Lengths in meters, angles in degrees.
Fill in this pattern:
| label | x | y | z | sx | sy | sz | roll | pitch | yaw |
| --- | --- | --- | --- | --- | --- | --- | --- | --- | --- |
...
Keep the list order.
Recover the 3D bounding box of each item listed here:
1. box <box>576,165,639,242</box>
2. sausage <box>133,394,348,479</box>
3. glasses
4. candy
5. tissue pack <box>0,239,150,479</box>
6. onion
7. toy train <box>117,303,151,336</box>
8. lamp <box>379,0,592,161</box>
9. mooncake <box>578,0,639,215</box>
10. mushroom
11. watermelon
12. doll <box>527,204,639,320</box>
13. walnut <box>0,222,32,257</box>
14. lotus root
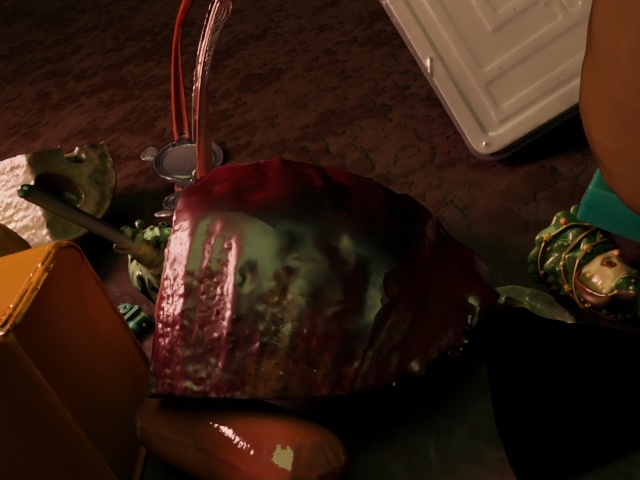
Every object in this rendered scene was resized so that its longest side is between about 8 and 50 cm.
| label | x | y | z | sx | sy | sz | roll | pitch | yaw |
| --- | --- | --- | --- | --- | --- | --- | --- | --- | --- |
| box | 0.321 | -0.064 | 0.616 | 0.161 | 0.042 | 0.226 | 25 | 47 | 17 |
| sausage | -0.066 | 0.151 | 0.565 | 0.194 | 0.077 | 0.077 | 6 | 43 | 37 |
| glasses | -0.172 | -0.178 | 0.924 | 0.118 | 0.268 | 0.234 | -8 | 29 | -13 |
| candy | -0.183 | -0.002 | 0.678 | 0.091 | 0.305 | 0.083 | 38 | 87 | 21 |
| tissue pack | -0.305 | 0.131 | 0.621 | 0.275 | 0.194 | 0.145 | -14 | 34 | 10 |
| onion | 0.000 | 0.000 | 0.641 | 0.280 | 0.146 | 0.314 | -8 | 21 | 7 |
| toy train | -0.214 | 0.100 | 0.763 | 0.045 | 0.029 | 0.092 | 20 | 50 | 36 |
| lamp | 0.212 | -0.254 | 0.759 | 0.269 | 0.266 | 0.047 | -33 | -6 | 28 |
| mooncake | 0.400 | -0.124 | 0.451 | 0.467 | 0.262 | 0.467 | -4 | 46 | 5 |
| mushroom | 0.174 | 0.063 | 0.601 | 0.049 | 0.019 | 0.101 | -33 | 34 | -14 |
| watermelon | 0.171 | 0.102 | 0.486 | 0.158 | 0.097 | 0.121 | 9 | 45 | 32 |
| doll | 0.213 | 0.037 | 0.588 | 0.076 | 0.078 | 0.113 | -52 | 43 | 35 |
| walnut | -0.402 | 0.062 | 0.779 | 0.222 | 0.195 | 0.195 | -6 | 36 | 13 |
| lotus root | -0.413 | -0.019 | 0.960 | 0.314 | 0.141 | 0.210 | -15 | 5 | 24 |
